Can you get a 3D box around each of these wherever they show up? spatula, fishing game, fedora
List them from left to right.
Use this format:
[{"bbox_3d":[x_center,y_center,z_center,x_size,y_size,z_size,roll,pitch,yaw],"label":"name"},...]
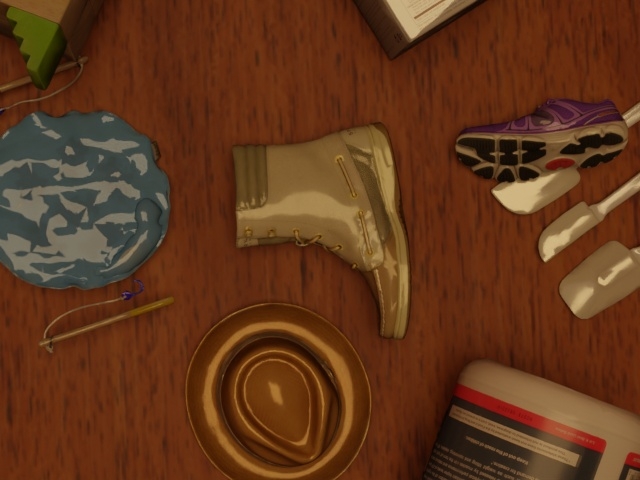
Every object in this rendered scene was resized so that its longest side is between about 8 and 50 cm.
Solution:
[{"bbox_3d":[-0.238,-0.041,1.330,0.189,0.041,0.264,-23,86,-13],"label":"fishing game"},{"bbox_3d":[-0.038,0.156,1.324,0.194,0.079,0.194,0,90,-5],"label":"fedora"},{"bbox_3d":[0.316,-0.050,1.391,0.242,0.019,0.168,-35,87,-5],"label":"spatula"}]

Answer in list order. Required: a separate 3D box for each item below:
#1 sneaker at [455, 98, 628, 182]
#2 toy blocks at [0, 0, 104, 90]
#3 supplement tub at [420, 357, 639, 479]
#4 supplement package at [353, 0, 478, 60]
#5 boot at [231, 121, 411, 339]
[{"bbox_3d":[0.217,-0.105,1.365,0.170,0.068,0.071,-6,52,0],"label":"sneaker"},{"bbox_3d":[-0.295,-0.351,1.271,0.261,0.191,0.381,21,77,4],"label":"toy blocks"},{"bbox_3d":[0.180,0.264,1.285,0.191,0.191,0.272,21,87,-5],"label":"supplement tub"},{"bbox_3d":[0.066,-0.317,1.310,0.139,0.134,0.244,-32,93,-4],"label":"supplement package"},{"bbox_3d":[0.000,0.000,1.331,0.165,0.077,0.213,-8,85,-6],"label":"boot"}]
